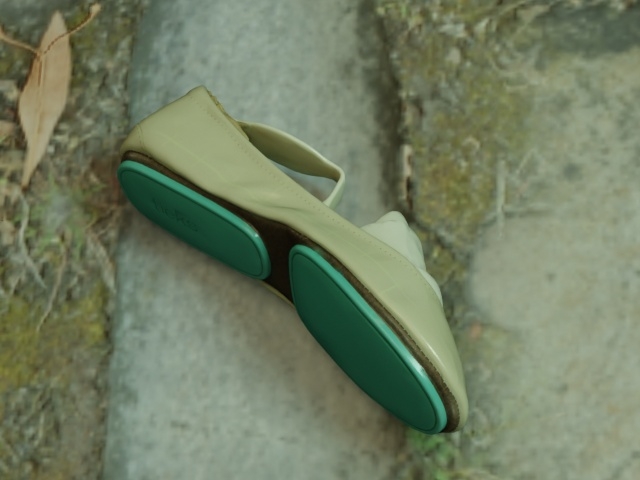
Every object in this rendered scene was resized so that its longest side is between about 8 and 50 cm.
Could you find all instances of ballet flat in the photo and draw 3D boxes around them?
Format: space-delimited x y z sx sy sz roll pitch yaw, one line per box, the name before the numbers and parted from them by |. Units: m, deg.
ballet flat | 0.000 0.000 0.940 0.248 0.086 0.086 38 83 25
